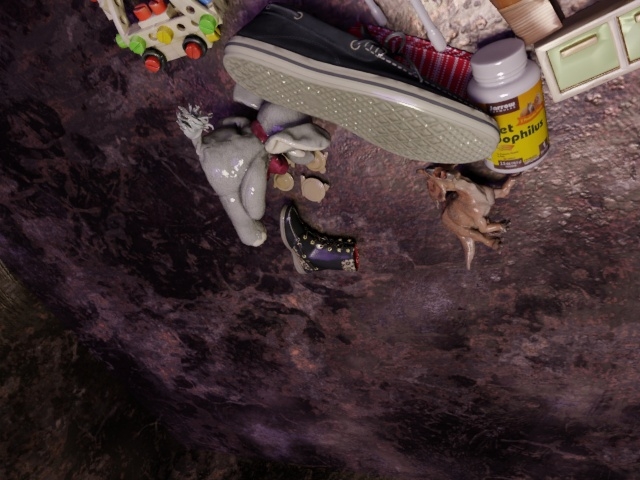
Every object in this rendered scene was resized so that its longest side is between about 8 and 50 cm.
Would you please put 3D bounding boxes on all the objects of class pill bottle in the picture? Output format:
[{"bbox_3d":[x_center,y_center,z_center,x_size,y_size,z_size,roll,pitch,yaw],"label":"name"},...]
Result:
[{"bbox_3d":[0.330,-0.233,0.744,0.117,0.117,0.215,-10,132,28],"label":"pill bottle"}]

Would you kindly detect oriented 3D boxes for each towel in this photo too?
[{"bbox_3d":[0.167,-0.295,0.836,0.275,0.031,0.199,19,133,6],"label":"towel"}]

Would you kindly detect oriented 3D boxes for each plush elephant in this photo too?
[{"bbox_3d":[-0.118,-0.199,0.893,0.255,0.272,0.330,-21,151,-2],"label":"plush elephant"}]

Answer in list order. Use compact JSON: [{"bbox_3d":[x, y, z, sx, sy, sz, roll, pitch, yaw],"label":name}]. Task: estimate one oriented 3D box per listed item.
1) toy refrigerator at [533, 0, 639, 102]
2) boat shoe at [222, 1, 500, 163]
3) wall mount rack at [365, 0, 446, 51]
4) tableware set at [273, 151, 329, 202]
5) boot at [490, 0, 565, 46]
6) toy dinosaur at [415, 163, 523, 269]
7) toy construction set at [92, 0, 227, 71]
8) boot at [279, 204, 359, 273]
[{"bbox_3d":[0.482,-0.326,0.641,0.269,0.094,0.102,-19,119,33],"label":"toy refrigerator"},{"bbox_3d":[0.078,-0.278,0.733,0.500,0.156,0.187,24,168,8],"label":"boat shoe"},{"bbox_3d":[0.092,-0.449,0.598,0.130,0.350,0.304,-11,129,-14],"label":"wall mount rack"},{"bbox_3d":[-0.054,-0.170,1.032,0.169,0.020,0.141,18,127,12],"label":"tableware set"},{"bbox_3d":[0.366,-0.450,0.593,0.283,0.109,0.220,-22,113,42],"label":"boot"},{"bbox_3d":[0.305,-0.070,0.913,0.200,0.127,0.295,15,144,19],"label":"toy dinosaur"},{"bbox_3d":[-0.317,-0.457,0.812,0.328,0.151,0.215,7,155,26],"label":"toy construction set"},{"bbox_3d":[0.001,-0.001,1.111,0.179,0.085,0.236,0,134,19],"label":"boot"}]
